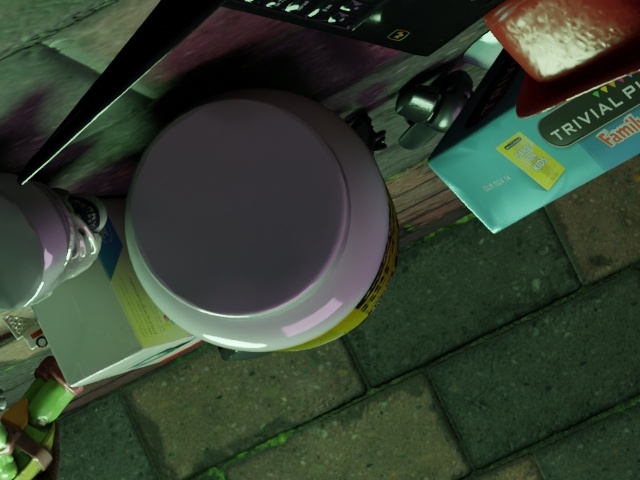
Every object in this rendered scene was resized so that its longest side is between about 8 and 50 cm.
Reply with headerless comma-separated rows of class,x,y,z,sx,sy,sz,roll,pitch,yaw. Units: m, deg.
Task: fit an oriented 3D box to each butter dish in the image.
butter dish,0.150,-0.174,0.898,0.160,0.118,0.160,-20,-138,57

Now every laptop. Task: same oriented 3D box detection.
laptop,0.026,-0.111,0.710,0.264,0.137,0.234,9,155,-34

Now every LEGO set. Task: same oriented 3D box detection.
LEGO set,-0.217,0.041,1.628,0.182,0.060,0.244,-30,-176,34

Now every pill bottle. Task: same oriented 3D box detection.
pill bottle,-0.039,-0.010,1.138,0.188,0.188,0.334,-26,175,3

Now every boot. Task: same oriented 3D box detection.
boot,-0.199,-0.007,1.049,0.123,0.095,0.258,-31,-175,-33

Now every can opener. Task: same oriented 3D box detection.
can opener,0.106,-0.126,1.468,0.059,0.073,0.186,-64,-177,-8

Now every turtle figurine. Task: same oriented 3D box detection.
turtle figurine,-0.371,0.167,1.744,0.266,0.274,0.198,-45,158,-21

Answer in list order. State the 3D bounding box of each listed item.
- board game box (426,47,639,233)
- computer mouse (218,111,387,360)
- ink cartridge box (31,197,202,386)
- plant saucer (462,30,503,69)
board game box,0.247,-0.167,1.032,0.336,0.079,0.254,-32,-163,49
computer mouse,0.000,0.000,1.391,0.184,0.060,0.262,-49,-168,38
ink cartridge box,-0.159,0.036,1.304,0.078,0.134,0.231,-28,175,18
plant saucer,0.224,-0.194,1.391,0.195,0.037,0.195,-25,174,-3
